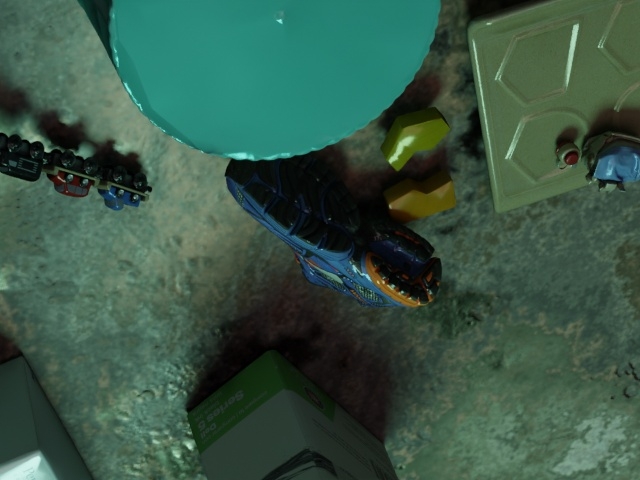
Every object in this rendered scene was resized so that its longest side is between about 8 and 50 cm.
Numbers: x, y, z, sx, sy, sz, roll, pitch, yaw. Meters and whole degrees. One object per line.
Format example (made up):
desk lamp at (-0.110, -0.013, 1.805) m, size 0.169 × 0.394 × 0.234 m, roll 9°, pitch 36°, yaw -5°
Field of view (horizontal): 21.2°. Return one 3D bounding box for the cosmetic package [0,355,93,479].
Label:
cosmetic package at (-0.319, 0.259, 1.535) m, size 0.225 × 0.138 × 0.224 m, roll -23°, pitch 129°, yaw -2°

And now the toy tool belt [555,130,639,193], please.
toy tool belt at (0.253, -0.067, 1.496) m, size 0.083 × 0.051 × 0.052 m, roll -2°, pitch 130°, yaw -19°

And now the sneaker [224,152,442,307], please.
sneaker at (0.000, 0.000, 1.486) m, size 0.221 × 0.083 × 0.087 m, roll 37°, pitch 142°, yaw -22°

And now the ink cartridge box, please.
ink cartridge box at (0.004, 0.262, 1.555) m, size 0.115 × 0.273 × 0.198 m, roll -37°, pitch 127°, yaw 10°

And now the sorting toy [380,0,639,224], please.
sorting toy at (0.192, -0.124, 1.489) m, size 0.307 × 0.041 × 0.229 m, roll -18°, pitch 133°, yaw -5°

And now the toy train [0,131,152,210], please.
toy train at (-0.201, -0.053, 1.390) m, size 0.158 × 0.027 × 0.036 m, roll 16°, pitch 85°, yaw -43°

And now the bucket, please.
bucket at (-0.050, -0.207, 1.251) m, size 0.281 × 0.183 × 0.281 m, roll -9°, pitch 127°, yaw -12°
